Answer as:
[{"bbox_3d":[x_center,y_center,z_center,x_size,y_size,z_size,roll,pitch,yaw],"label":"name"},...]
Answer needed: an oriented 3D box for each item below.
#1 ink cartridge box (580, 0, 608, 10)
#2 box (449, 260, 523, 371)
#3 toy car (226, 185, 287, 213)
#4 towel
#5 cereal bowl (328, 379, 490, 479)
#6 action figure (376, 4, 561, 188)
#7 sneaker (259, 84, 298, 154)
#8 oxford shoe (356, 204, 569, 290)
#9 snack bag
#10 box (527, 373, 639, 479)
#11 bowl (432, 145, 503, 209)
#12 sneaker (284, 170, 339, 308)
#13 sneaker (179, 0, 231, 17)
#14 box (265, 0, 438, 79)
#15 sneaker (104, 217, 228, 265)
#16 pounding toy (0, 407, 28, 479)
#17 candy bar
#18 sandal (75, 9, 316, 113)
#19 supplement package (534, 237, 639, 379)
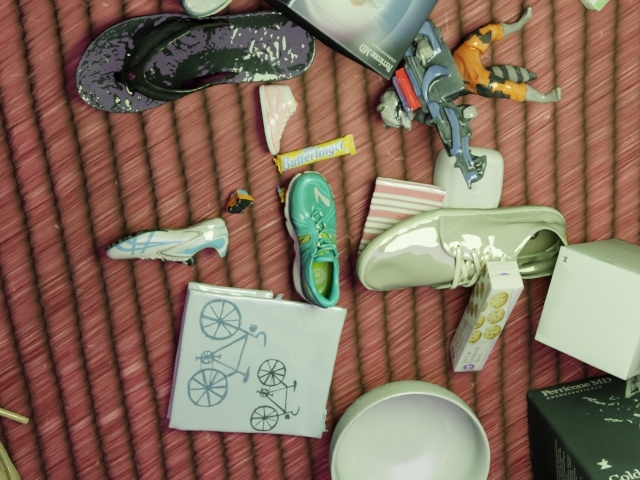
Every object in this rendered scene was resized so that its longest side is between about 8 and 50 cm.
[{"bbox_3d":[0.494,-0.573,1.621,0.235,0.056,0.171,40,99,-19],"label":"ink cartridge box"},{"bbox_3d":[0.323,0.156,1.720,0.067,0.063,0.324,0,144,-8],"label":"box"},{"bbox_3d":[-0.124,-0.081,1.706,0.122,0.060,0.040,-3,63,-24],"label":"toy car"},{"bbox_3d":[0.159,-0.030,1.737,0.144,0.029,0.197,9,116,-8],"label":"towel"},{"bbox_3d":[0.178,0.442,1.840,0.339,0.141,0.339,-2,106,-7],"label":"cereal bowl"},{"bbox_3d":[0.270,-0.260,1.627,0.330,0.178,0.341,-14,83,2],"label":"action figure"},{"bbox_3d":[-0.074,-0.231,1.648,0.070,0.051,0.134,-7,103,0],"label":"sneaker"},{"bbox_3d":[0.292,0.027,1.698,0.449,0.130,0.169,-8,131,-13],"label":"oxford shoe"},{"bbox_3d":[-0.128,0.253,1.797,0.342,0.037,0.323,7,106,-13],"label":"snack bag"},{"bbox_3d":[0.731,0.485,1.753,0.479,0.472,0.297,-11,107,-4],"label":"box"},{"bbox_3d":[0.299,-0.114,1.734,0.142,0.053,0.142,1,105,-9],"label":"bowl"},{"bbox_3d":[0.000,0.000,1.691,0.107,0.110,0.275,-12,106,-17],"label":"sneaker"},{"bbox_3d":[-0.146,-0.502,1.484,0.110,0.122,0.283,39,99,-16],"label":"sneaker"},{"bbox_3d":[0.063,-0.475,1.454,0.296,0.183,0.294,22,104,-49],"label":"box"},{"bbox_3d":[-0.294,0.014,1.673,0.237,0.085,0.086,-9,92,-5],"label":"sneaker"},{"bbox_3d":[-0.655,0.429,1.717,0.155,0.154,0.269,-21,109,-1],"label":"pounding toy"},{"bbox_3d":[-0.011,-0.168,1.694,0.161,0.018,0.040,-16,108,-4],"label":"candy bar"},{"bbox_3d":[-0.227,-0.335,1.566,0.445,0.107,0.168,-13,109,-5],"label":"sandal"},{"bbox_3d":[0.591,0.125,1.707,0.262,0.199,0.198,-5,113,-48],"label":"supplement package"}]
